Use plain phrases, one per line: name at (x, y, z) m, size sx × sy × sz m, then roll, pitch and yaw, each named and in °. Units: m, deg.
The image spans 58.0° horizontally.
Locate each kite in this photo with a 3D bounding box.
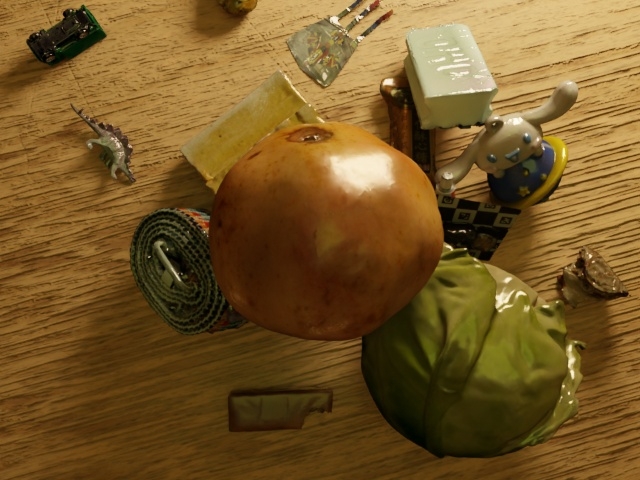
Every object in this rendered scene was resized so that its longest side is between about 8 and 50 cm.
kite at (0.048, -0.465, 1.298) m, size 0.245 × 0.015 × 0.141 m, roll -40°, pitch 93°, yaw -1°

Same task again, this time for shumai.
shumai at (0.584, 0.094, 1.263) m, size 0.116 × 0.145 × 0.145 m, roll -40°, pitch 91°, yaw 16°

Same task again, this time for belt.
belt at (-0.255, 0.068, 1.163) m, size 0.207 × 0.160 × 0.295 m, roll -39°, pitch 75°, yaw 20°

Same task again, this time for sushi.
sushi at (0.287, -0.006, 1.214) m, size 0.215 × 0.192 × 0.050 m, roll 9°, pitch 53°, yaw -2°

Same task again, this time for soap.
soap at (-0.116, -0.185, 1.231) m, size 0.281 × 0.143 × 0.259 m, roll -40°, pitch 91°, yaw 3°
soap at (0.263, -0.348, 1.201) m, size 0.150 × 0.094 × 0.261 m, roll -3°, pitch 50°, yaw -4°

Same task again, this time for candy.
candy at (0.197, -0.235, 1.260) m, size 0.143 × 0.101 × 0.271 m, roll 3°, pitch 83°, yaw -11°

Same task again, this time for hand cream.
hand cream at (0.260, -0.062, 1.219) m, size 0.052 × 0.216 × 0.038 m, roll 18°, pitch 57°, yaw 18°

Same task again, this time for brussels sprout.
brussels sprout at (0.274, 0.238, 1.128) m, size 0.425 × 0.342 × 0.361 m, roll 37°, pitch 81°, yaw 2°

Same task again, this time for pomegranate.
pomegranate at (0.000, 0.000, 1.014) m, size 0.412 × 0.411 × 0.411 m, roll 0°, pitch 89°, yaw -2°

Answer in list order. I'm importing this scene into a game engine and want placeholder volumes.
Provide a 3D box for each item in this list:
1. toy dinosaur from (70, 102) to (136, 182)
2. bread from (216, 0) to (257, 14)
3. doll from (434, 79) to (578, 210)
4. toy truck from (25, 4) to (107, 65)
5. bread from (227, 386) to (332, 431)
toy dinosaur at (-0.466, -0.217, 1.259) m, size 0.082 × 0.039 × 0.209 m, roll -40°, pitch 101°, yaw -5°
bread at (-0.174, -0.625, 1.256) m, size 0.087 × 0.098 × 0.269 m, roll 4°, pitch 89°, yaw 40°
doll at (0.423, -0.197, 1.194) m, size 0.243 × 0.159 × 0.311 m, roll 32°, pitch 125°, yaw -15°
toy truck at (-0.548, -0.438, 1.242) m, size 0.147 × 0.079 × 0.065 m, roll -34°, pitch 92°, yaw -3°
bread at (-0.087, 0.367, 1.263) m, size 0.226 × 0.049 × 0.087 m, roll -1°, pitch 89°, yaw -3°
